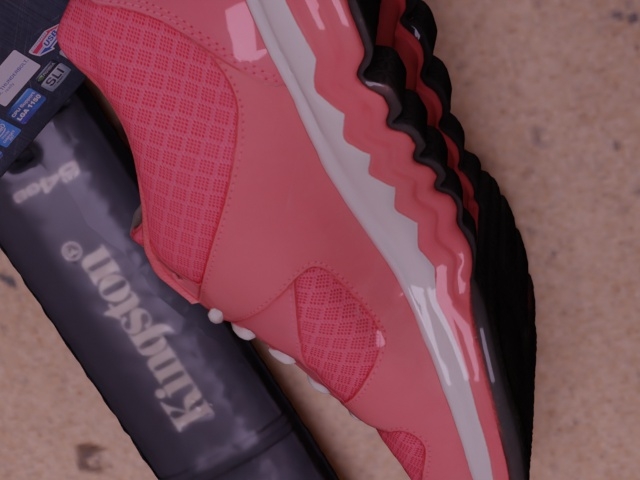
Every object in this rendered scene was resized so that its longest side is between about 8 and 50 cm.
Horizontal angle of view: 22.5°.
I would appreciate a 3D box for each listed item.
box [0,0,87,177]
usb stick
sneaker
[{"bbox_3d":[-0.125,-0.143,0.575,0.232,0.059,0.183,-47,138,9],"label":"box"},{"bbox_3d":[-0.074,0.045,0.726,0.077,0.045,0.278,-26,105,19],"label":"usb stick"},{"bbox_3d":[0.000,-0.001,0.649,0.136,0.116,0.314,-11,124,19],"label":"sneaker"}]
